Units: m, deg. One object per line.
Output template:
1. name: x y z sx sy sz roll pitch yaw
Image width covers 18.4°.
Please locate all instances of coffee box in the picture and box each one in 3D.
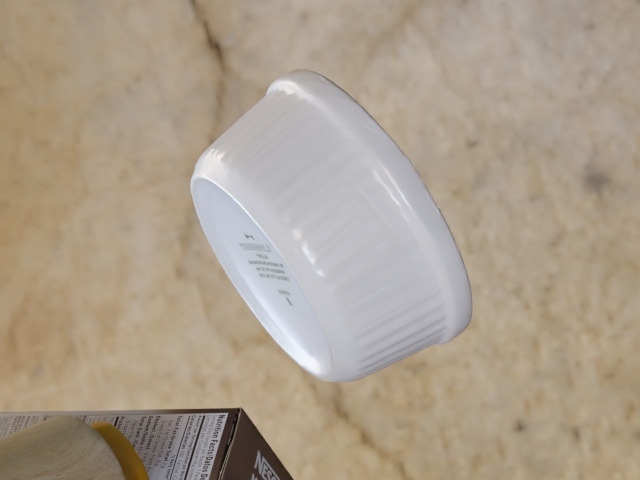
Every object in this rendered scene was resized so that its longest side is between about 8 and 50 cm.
1. coffee box: -0.183 0.243 1.784 0.297 0.168 0.119 -3 -129 24

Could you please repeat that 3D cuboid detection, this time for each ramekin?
1. ramekin: 0.000 0.000 1.692 0.127 0.273 0.273 -35 -166 -15

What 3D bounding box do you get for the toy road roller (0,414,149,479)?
1. toy road roller: -0.240 0.320 1.561 0.202 0.240 0.329 -21 155 -46
